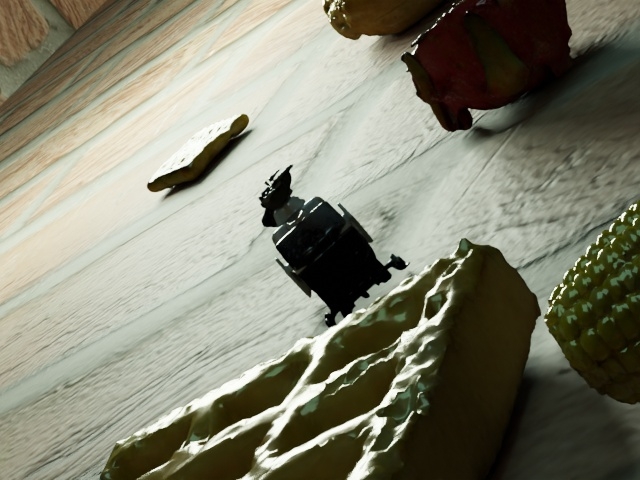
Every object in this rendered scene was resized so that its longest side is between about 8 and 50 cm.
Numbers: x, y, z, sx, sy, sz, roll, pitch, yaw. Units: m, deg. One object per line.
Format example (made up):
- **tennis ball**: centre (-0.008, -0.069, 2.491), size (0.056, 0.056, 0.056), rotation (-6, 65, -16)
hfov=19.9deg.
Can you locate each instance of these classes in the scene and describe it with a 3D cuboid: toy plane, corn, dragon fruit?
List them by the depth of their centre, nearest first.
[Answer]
- **corn**: centre (0.163, -0.021, 0.609), size (0.203, 0.072, 0.072), rotation (-40, 14, 4)
- **toy plane**: centre (0.001, 0.001, 0.943), size (0.053, 0.078, 0.197), rotation (-42, -1, 1)
- **dragon fruit**: centre (0.106, -0.110, 1.043), size (0.112, 0.068, 0.126), rotation (-31, -10, -46)

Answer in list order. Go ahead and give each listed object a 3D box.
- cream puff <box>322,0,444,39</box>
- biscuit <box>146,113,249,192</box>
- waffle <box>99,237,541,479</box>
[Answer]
- **cream puff**: centre (0.065, -0.253, 1.450), size (0.189, 0.129, 0.189), rotation (-36, 18, 14)
- **biscuit**: centre (-0.104, -0.074, 1.551), size (0.081, 0.018, 0.083), rotation (-48, 17, -30)
- **waffle**: centre (-0.030, 0.118, 0.698), size (0.221, 0.055, 0.248), rotation (-31, 16, 31)
